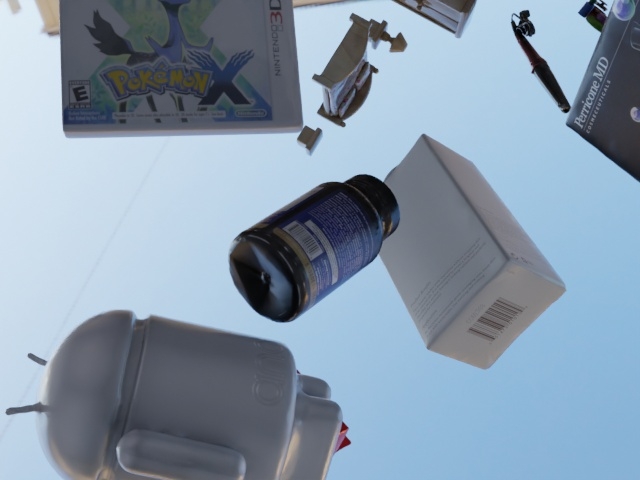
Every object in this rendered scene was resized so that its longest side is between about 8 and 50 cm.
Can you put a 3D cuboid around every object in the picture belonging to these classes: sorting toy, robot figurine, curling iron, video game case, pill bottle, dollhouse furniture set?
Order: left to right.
[{"bbox_3d":[-0.159,0.191,0.952,0.353,0.200,0.300,13,-175,-13],"label":"robot figurine"},{"bbox_3d":[-0.198,-0.292,1.202,0.329,0.036,0.300,-3,-103,-11],"label":"video game case"},{"bbox_3d":[0.000,0.000,1.060,0.123,0.123,0.219,20,-142,35],"label":"pill bottle"},{"bbox_3d":[0.110,-0.307,1.470,0.174,0.303,0.355,30,-96,7],"label":"dollhouse furniture set"},{"bbox_3d":[0.391,-0.321,1.526,0.035,0.068,0.274,-16,-129,7],"label":"curling iron"},{"bbox_3d":[0.501,-0.411,1.531,0.061,0.042,0.102,28,-150,-15],"label":"sorting toy"}]

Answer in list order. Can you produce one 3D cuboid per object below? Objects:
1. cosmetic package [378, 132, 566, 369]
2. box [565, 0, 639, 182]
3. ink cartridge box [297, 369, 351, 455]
[{"bbox_3d":[0.234,0.011,1.509,0.217,0.156,0.385,-51,-145,24],"label":"cosmetic package"},{"bbox_3d":[0.591,-0.195,1.184,0.212,0.293,0.395,-26,-124,-26],"label":"box"},{"bbox_3d":[-0.056,0.284,1.292,0.231,0.078,0.134,-17,-128,-44],"label":"ink cartridge box"}]
